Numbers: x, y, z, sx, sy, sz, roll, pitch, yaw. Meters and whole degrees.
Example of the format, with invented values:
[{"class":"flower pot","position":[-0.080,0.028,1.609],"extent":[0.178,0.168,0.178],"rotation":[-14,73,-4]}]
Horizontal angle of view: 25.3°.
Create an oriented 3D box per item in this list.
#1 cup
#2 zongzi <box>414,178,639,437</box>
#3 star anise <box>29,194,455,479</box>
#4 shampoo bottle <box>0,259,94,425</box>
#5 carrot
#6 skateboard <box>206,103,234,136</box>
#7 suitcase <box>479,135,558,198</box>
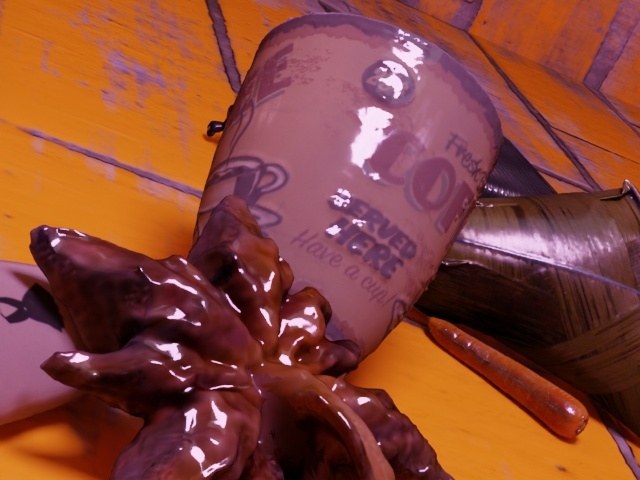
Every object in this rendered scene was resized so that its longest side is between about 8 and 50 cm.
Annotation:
[{"class":"cup","position":[0.000,0.000,1.195],"extent":[0.227,0.301,0.257],"rotation":[20,62,15]},{"class":"zongzi","position":[0.223,0.097,1.406],"extent":[0.286,0.138,0.300],"rotation":[-4,71,-13]},{"class":"star anise","position":[-0.039,0.106,0.933],"extent":[0.292,0.109,0.350],"rotation":[1,57,-25]},{"class":"shampoo bottle","position":[-0.228,0.064,0.914],"extent":[0.257,0.078,0.127],"rotation":[-3,60,-52]},{"class":"carrot","position":[0.175,0.128,1.365],"extent":[0.190,0.037,0.037],"rotation":[33,20,28]},{"class":"skateboard","position":[-0.068,-0.110,1.575],"extent":[0.067,0.080,0.151],"rotation":[24,21,-28]},{"class":"suitcase","position":[0.160,-0.049,1.646],"extent":[0.202,0.128,0.312],"rotation":[19,21,-23]}]
